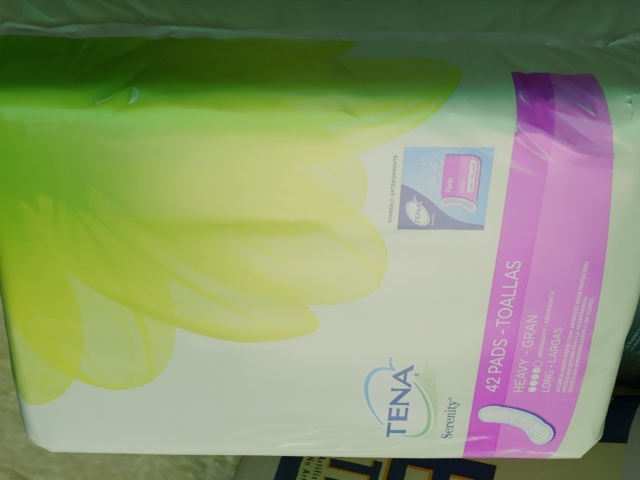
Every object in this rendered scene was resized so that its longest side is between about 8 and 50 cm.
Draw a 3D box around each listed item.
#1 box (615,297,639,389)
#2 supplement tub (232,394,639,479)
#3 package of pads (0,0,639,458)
[{"bbox_3d":[0.111,-0.104,0.656,0.318,0.097,0.395,12,130,-13],"label":"box"},{"bbox_3d":[0.126,0.208,0.789,0.325,0.235,0.235,-1,135,23],"label":"supplement tub"},{"bbox_3d":[0.000,0.000,0.613,0.297,0.101,0.229,1,132,-2],"label":"package of pads"}]
